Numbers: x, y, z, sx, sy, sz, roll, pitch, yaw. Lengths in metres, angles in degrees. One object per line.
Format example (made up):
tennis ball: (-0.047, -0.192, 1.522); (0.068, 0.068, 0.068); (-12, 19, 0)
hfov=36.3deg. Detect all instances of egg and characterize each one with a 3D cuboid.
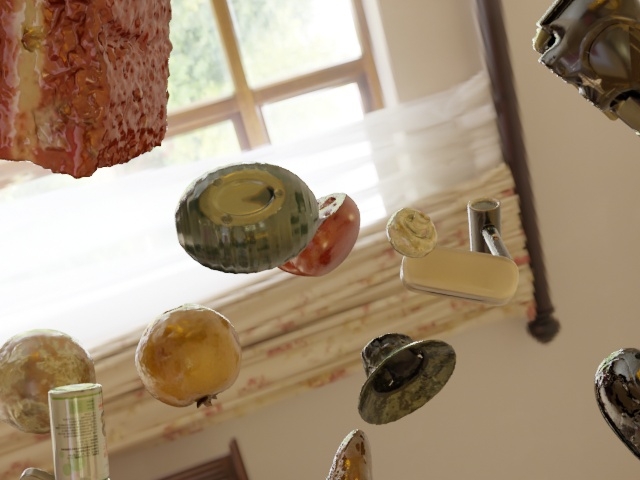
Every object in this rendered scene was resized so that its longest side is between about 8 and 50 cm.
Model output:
egg: (-0.519, 0.260, 1.827); (0.245, 0.203, 0.203); (-35, -108, 62)

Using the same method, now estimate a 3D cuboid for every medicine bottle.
medicine bottle: (-0.382, 0.324, 1.551); (0.086, 0.086, 0.183); (177, -92, -80)

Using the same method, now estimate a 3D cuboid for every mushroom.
mushroom: (0.142, -0.014, 1.507); (0.083, 0.084, 0.067); (66, -34, 34)

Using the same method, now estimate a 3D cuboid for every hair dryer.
hair dryer: (0.358, 0.021, 2.008); (0.255, 0.070, 0.128); (-97, 180, -60)

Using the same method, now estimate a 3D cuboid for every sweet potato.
sweet potato: (0.046, 0.431, 1.406); (0.092, 0.114, 0.341); (74, 2, -49)

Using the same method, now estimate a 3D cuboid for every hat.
hat: (0.165, 0.276, 2.174); (0.128, 0.266, 0.265); (56, -17, 36)

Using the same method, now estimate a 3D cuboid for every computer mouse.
computer mouse: (0.516, 0.271, 1.498); (0.233, 0.096, 0.137); (42, -47, 23)

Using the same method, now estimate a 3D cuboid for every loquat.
loquat: (-0.254, 0.226, 1.913); (0.208, 0.208, 0.208); (162, -90, -81)

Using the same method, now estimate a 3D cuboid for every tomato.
tomato: (0.000, 0.000, 2.134); (0.233, 0.200, 0.139); (-11, -58, 52)

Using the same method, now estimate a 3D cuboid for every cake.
cake: (-0.410, -0.259, 1.431); (0.270, 0.320, 0.269); (-47, 144, -69)

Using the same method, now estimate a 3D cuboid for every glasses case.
glasses case: (0.234, 0.058, 1.650); (0.050, 0.197, 0.083); (86, 15, -67)

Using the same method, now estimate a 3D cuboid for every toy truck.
toy truck: (0.538, -0.270, 1.638); (0.405, 0.180, 0.254); (37, 14, -6)

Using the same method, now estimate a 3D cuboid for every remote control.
remote control: (-0.460, 0.500, 1.872); (0.077, 0.245, 0.022); (115, -3, -46)

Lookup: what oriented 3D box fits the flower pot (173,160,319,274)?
flower pot: (-0.123, -0.039, 1.633); (0.157, 0.243, 0.189); (92, -13, -67)
